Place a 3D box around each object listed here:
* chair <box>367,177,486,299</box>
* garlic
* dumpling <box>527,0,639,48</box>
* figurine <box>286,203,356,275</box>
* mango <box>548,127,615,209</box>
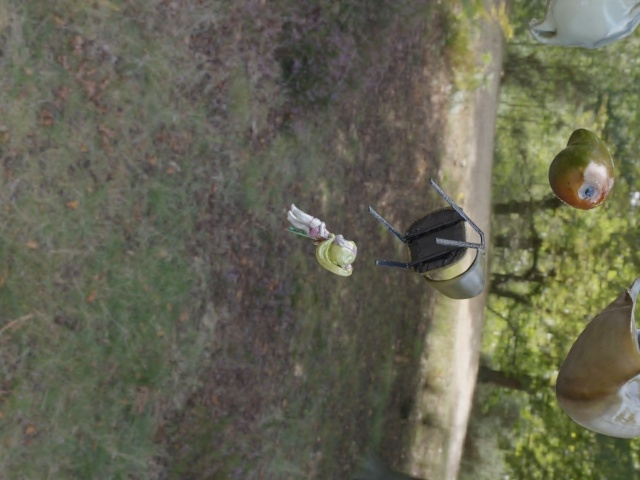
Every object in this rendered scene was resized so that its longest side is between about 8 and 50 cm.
[{"bbox_3d":[0.238,0.012,1.536,0.247,0.159,0.172,24,53,-45],"label":"chair"},{"bbox_3d":[0.507,0.200,1.240,0.338,0.151,0.196,-48,169,-53],"label":"garlic"},{"bbox_3d":[0.488,-0.423,1.296,0.147,0.258,0.193,56,47,-20],"label":"dumpling"},{"bbox_3d":[0.000,0.000,1.541,0.083,0.187,0.083,-49,177,-4],"label":"figurine"},{"bbox_3d":[0.607,-0.160,1.698,0.289,0.146,0.129,-42,161,-49],"label":"mango"}]
